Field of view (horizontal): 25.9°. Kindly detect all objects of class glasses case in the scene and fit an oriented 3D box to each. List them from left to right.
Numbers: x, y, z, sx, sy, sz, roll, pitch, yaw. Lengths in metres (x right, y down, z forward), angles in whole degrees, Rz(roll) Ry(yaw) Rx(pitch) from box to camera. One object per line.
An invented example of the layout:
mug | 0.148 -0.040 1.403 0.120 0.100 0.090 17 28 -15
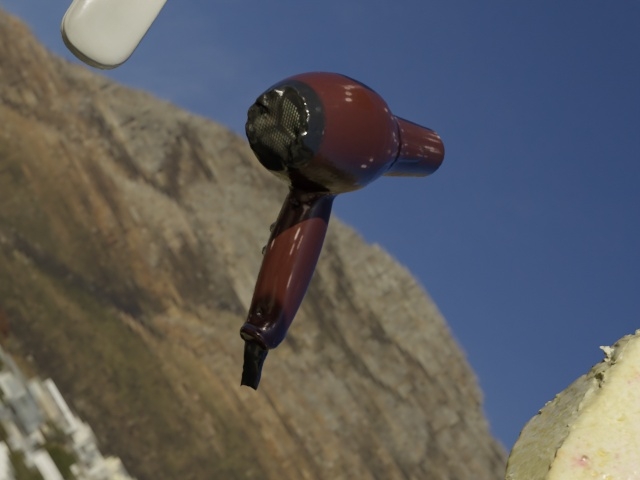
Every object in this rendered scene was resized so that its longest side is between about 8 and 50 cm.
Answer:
glasses case | -0.180 -0.252 1.346 0.074 0.193 0.049 34 -17 -17

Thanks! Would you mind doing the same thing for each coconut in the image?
coconut | 0.152 0.122 0.583 0.147 0.147 0.153 44 -15 34

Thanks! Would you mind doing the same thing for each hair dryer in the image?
hair dryer | 0.000 0.000 1.474 0.123 0.340 0.312 21 4 31
